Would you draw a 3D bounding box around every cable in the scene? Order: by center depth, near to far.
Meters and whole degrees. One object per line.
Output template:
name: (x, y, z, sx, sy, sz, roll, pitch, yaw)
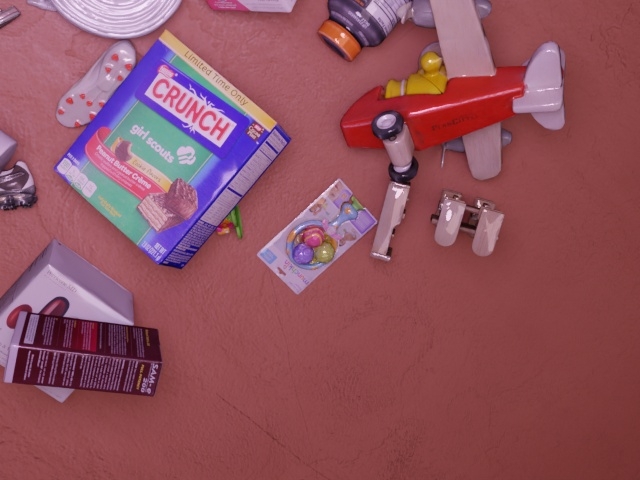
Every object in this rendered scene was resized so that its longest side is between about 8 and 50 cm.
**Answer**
cable: (-0.348, -0.473, 1.133, 0.257, 0.089, 0.257, 20, 101, -22)

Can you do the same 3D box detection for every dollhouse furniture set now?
dollhouse furniture set: (0.243, -0.021, 1.410, 0.242, 0.212, 0.161, 16, 102, 6)

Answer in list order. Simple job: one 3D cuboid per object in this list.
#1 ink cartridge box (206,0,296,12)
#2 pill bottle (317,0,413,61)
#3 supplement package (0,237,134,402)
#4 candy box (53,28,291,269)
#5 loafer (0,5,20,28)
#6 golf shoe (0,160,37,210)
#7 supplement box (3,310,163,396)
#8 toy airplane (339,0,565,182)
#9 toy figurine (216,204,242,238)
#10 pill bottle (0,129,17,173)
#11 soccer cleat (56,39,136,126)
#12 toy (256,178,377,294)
ink cartridge box: (-0.147, -0.489, 1.086, 0.237, 0.171, 0.100, 51, 55, -56)
pill bottle: (0.101, -0.456, 1.260, 0.130, 0.130, 0.246, 38, 93, -24)
supplement package: (-0.489, 0.147, 1.259, 0.194, 0.149, 0.203, 41, 93, -24)
candy box: (-0.256, -0.155, 1.188, 0.268, 0.122, 0.317, 40, 91, 10)
loafer: (-0.566, -0.364, 1.127, 0.125, 0.045, 0.039, -32, 107, -3)
golf shoe: (-0.610, -0.095, 1.193, 0.198, 0.077, 0.094, -7, 92, -17)
supplement box: (-0.398, 0.193, 1.148, 0.239, 0.130, 0.073, 11, 106, -20)
toy airplane: (0.270, -0.294, 1.277, 0.384, 0.272, 0.386, 13, 135, -22)
toy figurine: (-0.243, -0.065, 1.308, 0.159, 0.130, 0.173, -8, 135, -1)
pill bottle: (-0.675, -0.198, 1.031, 0.363, 0.210, 0.210, 37, 94, -16)
soccer cleat: (-0.395, -0.277, 1.200, 0.196, 0.076, 0.068, -39, 123, 20)
toy: (0.000, 0.000, 1.417, 0.237, 0.056, 0.137, -44, 113, 0)
